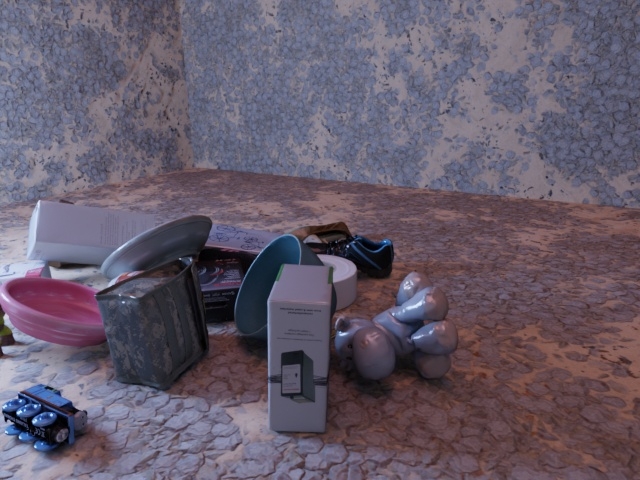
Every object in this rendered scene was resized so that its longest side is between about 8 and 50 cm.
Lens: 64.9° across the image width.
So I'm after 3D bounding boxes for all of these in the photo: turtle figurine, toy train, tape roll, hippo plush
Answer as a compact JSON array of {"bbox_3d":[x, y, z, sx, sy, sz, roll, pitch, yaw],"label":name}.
[{"bbox_3d":[-0.865,0.184,1.332,0.087,0.217,0.269,-8,18,-20],"label":"turtle figurine"},{"bbox_3d":[-0.553,0.353,1.013,0.184,0.080,0.105,8,14,27],"label":"toy train"},{"bbox_3d":[-0.023,0.135,1.640,0.286,0.100,0.286,-1,18,0],"label":"tape roll"},{"bbox_3d":[0.153,0.201,1.189,0.237,0.234,0.294,-8,19,-22],"label":"hippo plush"}]

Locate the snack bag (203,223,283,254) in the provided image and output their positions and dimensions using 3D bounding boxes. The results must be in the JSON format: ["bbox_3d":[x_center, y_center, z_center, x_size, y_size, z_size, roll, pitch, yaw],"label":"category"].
[{"bbox_3d":[-0.325,0.002,2.146,0.343,0.037,0.323,7,16,-3],"label":"snack bag"}]

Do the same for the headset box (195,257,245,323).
[{"bbox_3d":[-0.341,0.158,1.562,0.218,0.110,0.293,-4,18,-12],"label":"headset box"}]

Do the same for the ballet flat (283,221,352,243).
[{"bbox_3d":[0.000,0.000,2.096,0.343,0.116,0.124,-10,38,-38],"label":"ballet flat"}]

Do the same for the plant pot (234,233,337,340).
[{"bbox_3d":[-0.071,0.156,1.364,0.195,0.290,0.290,31,2,-28],"label":"plant pot"}]

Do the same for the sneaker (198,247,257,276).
[{"bbox_3d":[-0.283,0.084,1.808,0.319,0.112,0.131,15,7,30],"label":"sneaker"}]

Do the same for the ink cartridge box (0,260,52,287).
[{"bbox_3d":[-1.039,0.141,1.694,0.218,0.092,0.158,-9,18,-18],"label":"ink cartridge box"}]

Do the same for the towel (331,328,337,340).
[{"bbox_3d":[-0.009,0.256,1.268,0.110,0.027,0.148,-19,-7,-41],"label":"towel"}]

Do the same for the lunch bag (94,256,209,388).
[{"bbox_3d":[-0.379,0.189,1.257,0.169,0.235,0.287,0,17,22],"label":"lunch bag"}]

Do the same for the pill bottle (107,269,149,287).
[{"bbox_3d":[-0.559,0.153,1.539,0.216,0.121,0.121,-5,11,41],"label":"pill bottle"}]

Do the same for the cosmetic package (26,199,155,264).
[{"bbox_3d":[-0.805,-0.013,1.778,0.385,0.156,0.217,5,-21,-34],"label":"cosmetic package"}]

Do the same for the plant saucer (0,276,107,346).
[{"bbox_3d":[-0.684,0.195,1.355,0.332,0.084,0.332,20,5,-2],"label":"plant saucer"}]

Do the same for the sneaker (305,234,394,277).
[{"bbox_3d":[0.094,0.033,1.799,0.341,0.139,0.125,6,36,2],"label":"sneaker"}]

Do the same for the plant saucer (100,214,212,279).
[{"bbox_3d":[-0.533,0.057,1.721,0.401,0.100,0.400,-31,-8,-5],"label":"plant saucer"}]

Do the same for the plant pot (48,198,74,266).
[{"bbox_3d":[-0.931,-0.012,1.978,0.229,0.263,0.263,11,12,-24],"label":"plant pot"}]

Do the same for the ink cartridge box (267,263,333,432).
[{"bbox_3d":[-0.039,0.219,1.059,0.122,0.289,0.211,3,18,2],"label":"ink cartridge box"}]
